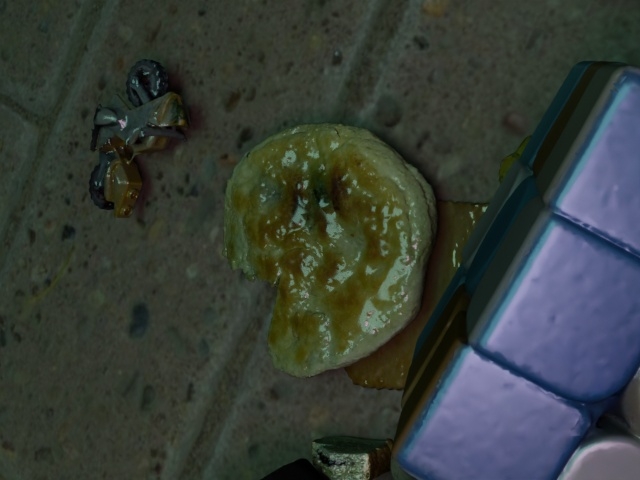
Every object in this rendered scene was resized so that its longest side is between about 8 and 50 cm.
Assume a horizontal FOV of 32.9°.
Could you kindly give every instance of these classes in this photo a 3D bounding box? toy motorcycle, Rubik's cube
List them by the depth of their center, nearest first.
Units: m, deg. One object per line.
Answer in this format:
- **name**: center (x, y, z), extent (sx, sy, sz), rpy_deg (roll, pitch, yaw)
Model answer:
- **Rubik's cube**: center (0.293, 0.074, 0.908), extent (0.347, 0.346, 0.344), rpy_deg (28, 103, 1)
- **toy motorcycle**: center (-0.256, -0.135, 1.523), extent (0.130, 0.094, 0.229), rpy_deg (34, 109, 30)

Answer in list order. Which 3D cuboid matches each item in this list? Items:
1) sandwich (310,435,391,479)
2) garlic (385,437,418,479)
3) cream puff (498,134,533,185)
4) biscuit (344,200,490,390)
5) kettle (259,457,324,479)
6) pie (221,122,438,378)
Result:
- **sandwich**: center (0.028, 0.258, 1.288), extent (0.105, 0.093, 0.036), rpy_deg (1, 92, 37)
- **garlic**: center (0.135, 0.261, 1.228), extent (0.152, 0.066, 0.084), rpy_deg (20, 94, 36)
- **cream puff**: center (0.256, -0.055, 1.146), extent (0.121, 0.156, 0.156), rpy_deg (-43, 59, -12)
- **biscuit**: center (0.133, 0.068, 1.283), extent (0.232, 0.013, 0.237), rpy_deg (5, 89, 35)
- **kettle**: center (-0.007, 0.406, 1.237), extent (0.271, 0.207, 0.251), rpy_deg (52, 123, 15)
- **pie**: center (0.000, 0.000, 1.334), extent (0.337, 0.075, 0.337), rpy_deg (-4, 83, 38)
